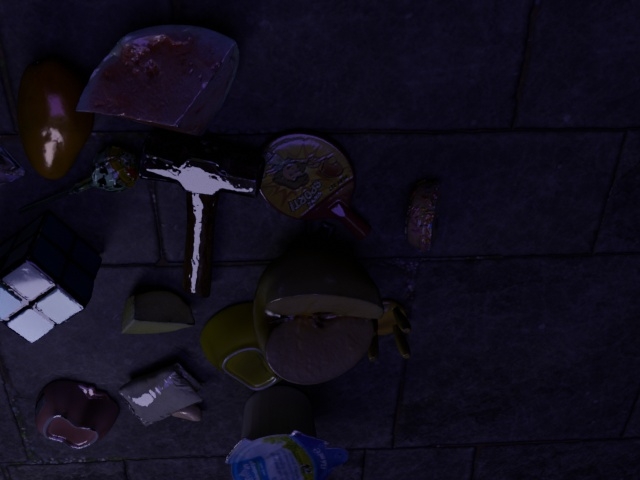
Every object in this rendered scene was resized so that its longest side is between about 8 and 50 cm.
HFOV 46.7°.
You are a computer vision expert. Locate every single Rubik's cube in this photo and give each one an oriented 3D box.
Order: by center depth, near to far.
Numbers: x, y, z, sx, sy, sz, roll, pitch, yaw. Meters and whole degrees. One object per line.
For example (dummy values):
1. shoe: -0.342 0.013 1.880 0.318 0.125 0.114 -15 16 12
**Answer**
1. Rubik's cube: -0.596 0.078 1.565 0.180 0.183 0.167 -31 121 18

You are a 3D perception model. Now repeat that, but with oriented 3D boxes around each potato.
1. potato: -0.384 0.170 1.732 0.149 0.081 0.120 9 156 -30

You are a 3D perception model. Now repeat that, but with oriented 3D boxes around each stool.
1. stool: 0.159 0.214 1.770 0.135 0.110 0.134 36 116 -24

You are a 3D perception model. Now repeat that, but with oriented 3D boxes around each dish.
1. dish: -0.164 0.283 1.792 0.221 0.108 0.262 -29 122 16
2. dish: -0.629 0.458 1.885 0.214 0.090 0.213 -2 125 -3

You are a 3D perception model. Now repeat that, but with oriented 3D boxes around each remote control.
1. remote control: 0.000 0.000 1.664 0.039 0.014 0.096 21 120 -18

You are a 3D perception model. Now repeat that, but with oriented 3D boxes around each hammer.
1. hammer: -0.258 -0.037 1.578 0.243 0.095 0.408 9 131 -3

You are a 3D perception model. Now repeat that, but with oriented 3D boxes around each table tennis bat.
1. table tennis bat: -0.004 -0.110 1.576 0.200 0.038 0.310 -37 117 21

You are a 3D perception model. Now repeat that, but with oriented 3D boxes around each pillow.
1. pillow: -0.396 0.382 1.860 0.182 0.077 0.134 -24 123 10

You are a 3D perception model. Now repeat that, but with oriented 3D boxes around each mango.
1. mango: -0.500 -0.222 1.403 0.139 0.113 0.253 9 126 -10

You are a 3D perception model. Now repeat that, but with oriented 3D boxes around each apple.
1. apple: -0.013 0.145 1.633 0.258 0.233 0.295 -6 127 -19

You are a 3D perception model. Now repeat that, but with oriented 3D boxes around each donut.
1. donut: 0.220 -0.041 1.603 0.065 0.108 0.165 13 133 16

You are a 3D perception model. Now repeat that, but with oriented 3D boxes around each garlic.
1. garlic: -0.350 0.445 1.933 0.083 0.041 0.053 7 138 0

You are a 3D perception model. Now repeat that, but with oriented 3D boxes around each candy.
1. candy: -0.505 -0.111 1.515 0.306 0.083 0.091 -18 127 18

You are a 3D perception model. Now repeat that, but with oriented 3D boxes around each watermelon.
1. watermelon: -0.288 -0.278 1.351 0.260 0.176 0.256 18 138 7

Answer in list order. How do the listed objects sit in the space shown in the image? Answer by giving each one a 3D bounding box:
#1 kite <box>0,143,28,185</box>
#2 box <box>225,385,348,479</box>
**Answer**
1. kite: -0.776 -0.171 1.476 0.369 0.014 0.405 12 123 -14
2. box: -0.085 0.490 1.886 0.292 0.206 0.262 -17 126 6
